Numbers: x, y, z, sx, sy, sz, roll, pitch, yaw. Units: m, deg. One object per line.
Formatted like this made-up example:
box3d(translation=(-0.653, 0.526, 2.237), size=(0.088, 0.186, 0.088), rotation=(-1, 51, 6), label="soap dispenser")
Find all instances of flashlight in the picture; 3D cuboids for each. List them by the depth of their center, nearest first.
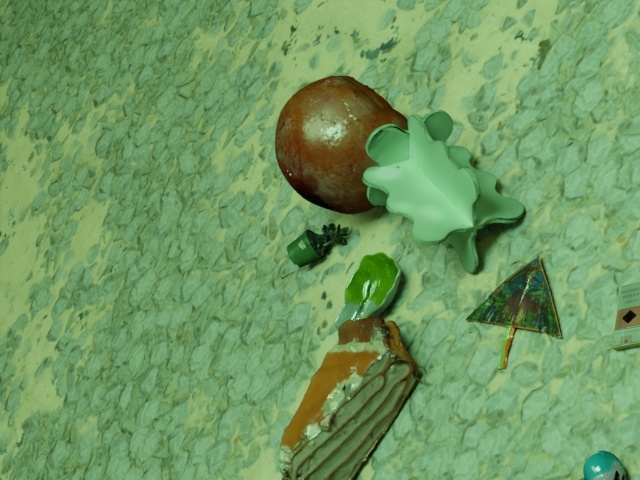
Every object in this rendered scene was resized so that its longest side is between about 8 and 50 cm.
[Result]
box3d(translation=(0.296, 0.293, 1.891), size=(0.129, 0.051, 0.051), rotation=(-51, 33, 21), label="flashlight")

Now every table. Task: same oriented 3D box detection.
box3d(translation=(0.165, -0.063, 2.262), size=(0.166, 0.166, 0.198), rotation=(-51, 41, 11), label="table")

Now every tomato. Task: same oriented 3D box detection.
box3d(translation=(0.031, -0.136, 2.445), size=(0.184, 0.208, 0.208), rotation=(-55, 33, 15), label="tomato")

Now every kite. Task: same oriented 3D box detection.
box3d(translation=(0.255, 0.092, 2.140), size=(0.190, 0.010, 0.159), rotation=(9, 73, 57), label="kite")

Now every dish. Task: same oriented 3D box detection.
box3d(translation=(0.073, 0.086, 2.362), size=(0.091, 0.039, 0.137), rotation=(27, 87, 52), label="dish")

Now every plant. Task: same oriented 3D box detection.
box3d(translation=(0.000, 0.000, 2.520), size=(0.102, 0.051, 0.051), rotation=(-30, 41, 21), label="plant")

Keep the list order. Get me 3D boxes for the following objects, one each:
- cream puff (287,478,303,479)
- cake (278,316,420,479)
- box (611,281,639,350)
box3d(translation=(-0.046, 0.413, 2.109), size=(0.244, 0.196, 0.244), rotation=(-31, 42, 33), label="cream puff")
box3d(translation=(0.038, 0.229, 2.232), size=(0.135, 0.098, 0.287), rotation=(7, 66, 52), label="cake")
box3d(translation=(0.372, 0.089, 1.982), size=(0.046, 0.012, 0.083), rotation=(-16, 51, 45), label="box")
